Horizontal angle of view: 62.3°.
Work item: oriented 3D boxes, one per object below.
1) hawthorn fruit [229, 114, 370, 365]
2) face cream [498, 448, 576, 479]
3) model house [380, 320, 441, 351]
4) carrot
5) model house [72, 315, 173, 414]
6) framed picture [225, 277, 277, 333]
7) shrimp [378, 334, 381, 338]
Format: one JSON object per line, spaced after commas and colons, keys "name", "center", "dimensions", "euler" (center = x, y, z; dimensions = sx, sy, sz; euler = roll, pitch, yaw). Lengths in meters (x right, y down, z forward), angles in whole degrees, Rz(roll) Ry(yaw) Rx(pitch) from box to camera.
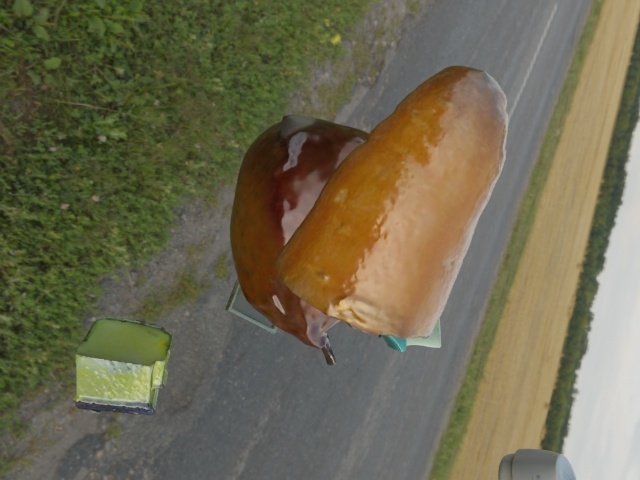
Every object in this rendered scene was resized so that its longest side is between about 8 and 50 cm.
{"name": "hawthorn fruit", "center": [-0.001, -0.022, 0.815], "dimensions": [0.324, 0.308, 0.308], "euler": [-54, 149, -10]}
{"name": "face cream", "center": [0.370, 0.416, 0.902], "dimensions": [0.117, 0.104, 0.117], "euler": [27, 52, -40]}
{"name": "model house", "center": [0.184, 0.182, 1.194], "dimensions": [0.100, 0.149, 0.126], "euler": [158, -69, -78]}
{"name": "carrot", "center": [0.082, -0.041, 0.458], "dimensions": [0.224, 0.159, 0.159], "euler": [-60, 158, 17]}
{"name": "model house", "center": [-0.462, 0.319, 1.254], "dimensions": [0.170, 0.194, 0.211], "euler": [-105, -154, -66]}
{"name": "framed picture", "center": [-0.122, 0.082, 1.300], "dimensions": [0.189, 0.023, 0.259], "euler": [38, 66, -48]}
{"name": "shrimp", "center": [0.188, 0.140, 1.475], "dimensions": [0.117, 0.066, 0.261], "euler": [113, -5, -52]}
